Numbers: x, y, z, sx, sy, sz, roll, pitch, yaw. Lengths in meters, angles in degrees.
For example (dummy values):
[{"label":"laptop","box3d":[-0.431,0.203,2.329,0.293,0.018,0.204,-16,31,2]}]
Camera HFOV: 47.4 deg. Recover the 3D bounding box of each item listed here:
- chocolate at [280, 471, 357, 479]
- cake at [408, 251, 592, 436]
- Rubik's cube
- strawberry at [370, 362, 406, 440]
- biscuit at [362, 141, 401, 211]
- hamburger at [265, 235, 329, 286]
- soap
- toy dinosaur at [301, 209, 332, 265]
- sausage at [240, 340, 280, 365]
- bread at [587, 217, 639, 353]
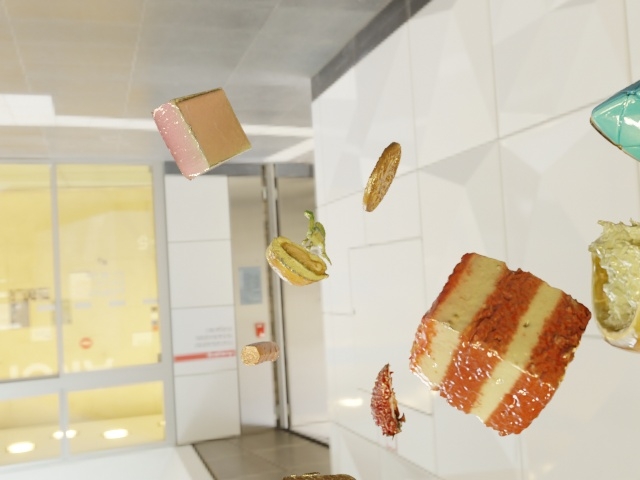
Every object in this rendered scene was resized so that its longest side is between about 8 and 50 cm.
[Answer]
[{"label":"chocolate","box3d":[-0.001,0.676,1.855,0.213,0.093,0.148,4,-148,-10]},{"label":"cake","box3d":[0.395,0.228,1.659,0.319,0.269,0.270,30,141,15]},{"label":"Rubik's cube","box3d":[0.664,-0.215,1.308,0.254,0.255,0.254,-3,177,0]},{"label":"strawberry","box3d":[0.179,0.445,2.058,0.086,0.208,0.167,-11,-179,12]},{"label":"biscuit","box3d":[0.154,-0.154,1.804,0.027,0.188,0.188,26,-176,14]},{"label":"hamburger","box3d":[-0.074,0.073,1.871,0.176,0.087,0.102,28,132,-22]},{"label":"soap","box3d":[-0.280,-0.264,1.762,0.081,0.181,0.259,-24,-170,23]},{"label":"toy dinosaur","box3d":[0.000,0.000,1.330,0.029,0.060,0.120,-9,134,36]},{"label":"sausage","box3d":[-0.163,0.316,2.061,0.065,0.065,0.169,-4,176,19]},{"label":"bread","box3d":[0.791,0.095,1.751,0.245,0.329,0.424,-11,178,2]}]
